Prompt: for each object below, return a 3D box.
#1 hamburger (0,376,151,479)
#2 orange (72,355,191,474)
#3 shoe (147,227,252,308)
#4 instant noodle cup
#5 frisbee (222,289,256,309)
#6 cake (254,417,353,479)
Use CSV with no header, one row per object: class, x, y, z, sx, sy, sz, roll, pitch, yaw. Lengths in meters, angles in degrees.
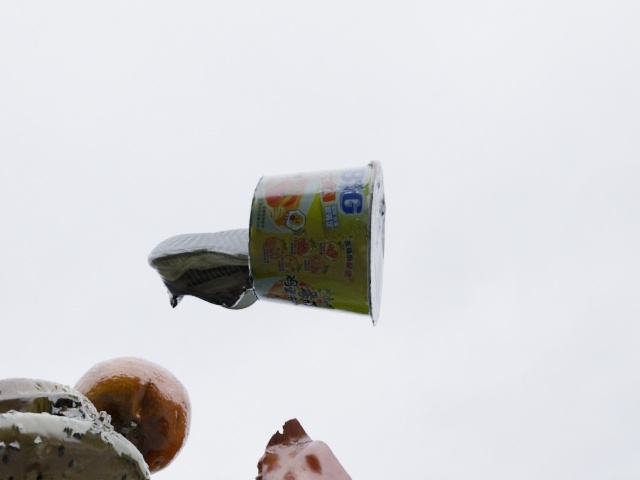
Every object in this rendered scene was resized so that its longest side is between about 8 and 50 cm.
hamburger,-0.349,0.322,1.108,0.277,0.195,0.317,-19,-64,-27
orange,-0.334,0.312,1.619,0.224,0.224,0.170,1,4,-14
shoe,-0.150,0.048,1.418,0.228,0.099,0.112,0,-64,10
instant noodle cup,0.000,0.000,1.142,0.153,0.205,0.205,2,-38,11
frisbee,-0.159,0.077,1.685,0.110,0.110,0.014,3,-33,-17
cake,0.012,0.411,1.400,0.098,0.287,0.135,-48,-7,31
